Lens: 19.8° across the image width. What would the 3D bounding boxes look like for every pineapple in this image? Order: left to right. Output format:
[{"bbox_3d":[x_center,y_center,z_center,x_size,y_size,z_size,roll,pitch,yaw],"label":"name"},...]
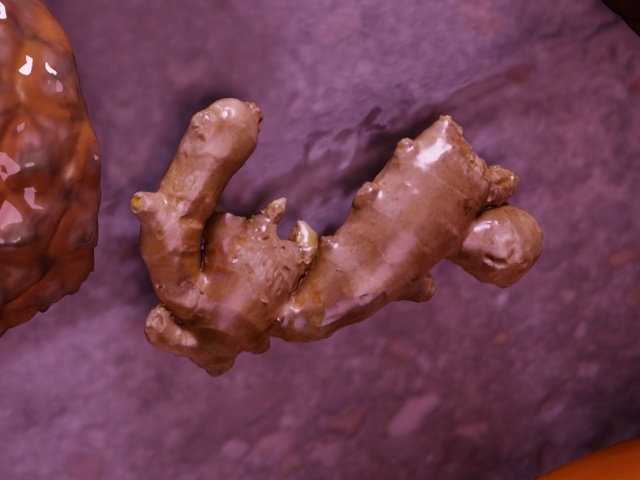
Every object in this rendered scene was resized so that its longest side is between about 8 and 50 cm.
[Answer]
[{"bbox_3d":[-0.250,-0.004,0.673,0.340,0.169,0.169,-20,121,-28],"label":"pineapple"}]

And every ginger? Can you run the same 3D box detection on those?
[{"bbox_3d":[0.000,0.000,0.884,0.193,0.052,0.176,40,93,-26],"label":"ginger"}]

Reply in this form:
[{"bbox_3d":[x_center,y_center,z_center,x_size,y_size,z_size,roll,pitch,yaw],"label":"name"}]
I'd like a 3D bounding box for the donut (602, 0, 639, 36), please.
[{"bbox_3d":[0.238,-0.246,0.826,0.259,0.136,0.345,33,96,-36],"label":"donut"}]

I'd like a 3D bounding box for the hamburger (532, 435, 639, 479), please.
[{"bbox_3d":[0.210,0.242,0.910,0.396,0.396,0.277,-21,108,-15],"label":"hamburger"}]
